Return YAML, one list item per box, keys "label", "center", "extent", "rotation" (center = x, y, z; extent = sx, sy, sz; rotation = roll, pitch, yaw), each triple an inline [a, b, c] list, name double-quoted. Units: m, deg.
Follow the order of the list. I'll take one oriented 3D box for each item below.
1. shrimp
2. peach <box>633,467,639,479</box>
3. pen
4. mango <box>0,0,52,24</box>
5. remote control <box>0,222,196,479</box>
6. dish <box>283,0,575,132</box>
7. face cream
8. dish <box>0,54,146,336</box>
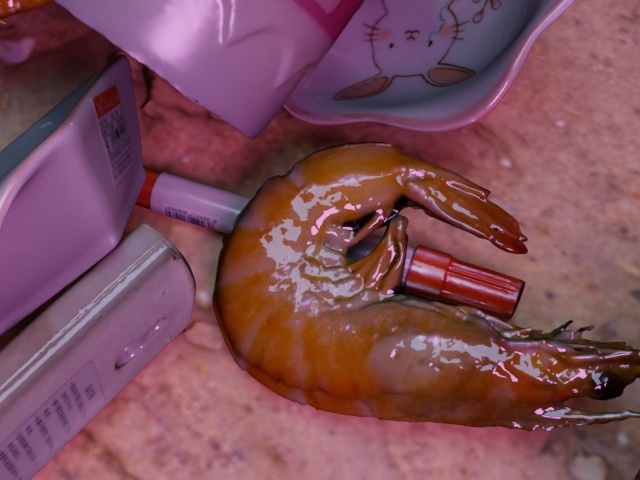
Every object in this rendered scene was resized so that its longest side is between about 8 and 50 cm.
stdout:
- label: "shrimp"
  center: [0.060, 0.033, 0.567]
  extent: [0.248, 0.068, 0.150]
  rotation: [17, 88, 12]
- label: "peach"
  center: [0.228, 0.143, 0.451]
  extent: [0.197, 0.197, 0.197]
  rotation: [0, 60, 0]
- label: "pen"
  center: [0.000, 0.000, 0.622]
  extent: [0.239, 0.028, 0.028]
  rotation: [16, 61, 9]
- label: "mango"
  center: [-0.171, -0.262, 0.688]
  extent: [0.199, 0.201, 0.350]
  rotation: [47, 58, -5]
- label: "remote control"
  center: [-0.153, 0.091, 0.527]
  extent: [0.038, 0.098, 0.233]
  rotation: [39, 67, 15]
- label: "dish"
  center: [0.065, -0.159, 0.668]
  extent: [0.229, 0.081, 0.229]
  rotation: [-8, 72, 24]
- label: "face cream"
  center: [-0.048, -0.179, 0.583]
  extent: [0.175, 0.175, 0.195]
  rotation: [37, 92, 19]
- label: "dish"
  center: [-0.151, -0.006, 0.535]
  extent: [0.154, 0.234, 0.064]
  rotation: [-36, 106, 11]
